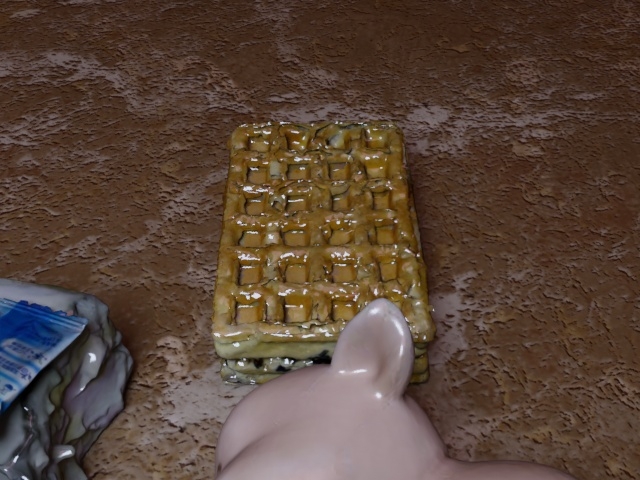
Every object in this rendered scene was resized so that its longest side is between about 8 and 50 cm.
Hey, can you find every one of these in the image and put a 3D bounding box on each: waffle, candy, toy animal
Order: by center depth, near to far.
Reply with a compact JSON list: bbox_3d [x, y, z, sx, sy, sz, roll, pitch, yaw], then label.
[{"bbox_3d":[0.061,0.211,0.523,0.326,0.237,0.269,1,53,4],"label":"toy animal"},{"bbox_3d":[-0.249,0.091,0.566,0.088,0.038,0.136,15,42,12],"label":"candy"},{"bbox_3d":[-0.282,0.133,0.645,0.195,0.137,0.185,8,49,8],"label":"candy"},{"bbox_3d":[0.000,-0.001,0.794,0.212,0.091,0.308,-1,49,0],"label":"waffle"}]
